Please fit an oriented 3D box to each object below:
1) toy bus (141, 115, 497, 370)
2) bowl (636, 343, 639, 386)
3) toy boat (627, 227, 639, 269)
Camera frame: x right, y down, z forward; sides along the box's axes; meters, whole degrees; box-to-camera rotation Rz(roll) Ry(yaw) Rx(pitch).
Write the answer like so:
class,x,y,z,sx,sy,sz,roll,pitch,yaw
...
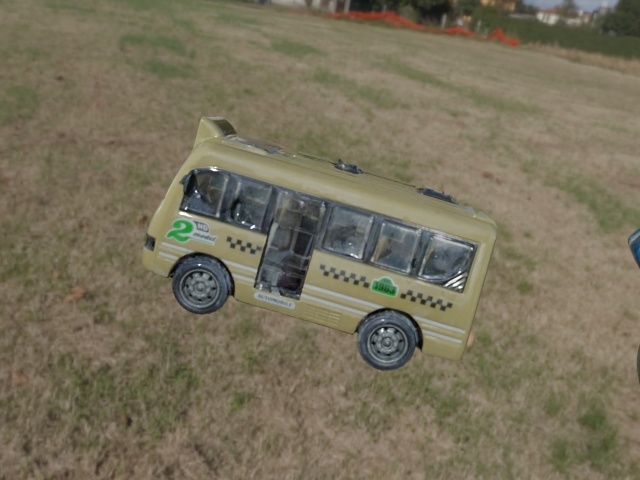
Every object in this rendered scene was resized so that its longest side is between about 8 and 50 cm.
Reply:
class,x,y,z,sx,sy,sz,roll,pitch,yaw
toy bus,0.000,0.000,0.750,0.365,0.202,0.177,16,12,0
bowl,0.600,0.208,0.999,0.163,0.307,0.307,-4,22,-5
toy boat,0.428,-0.037,0.588,0.061,0.299,0.096,-16,76,-58
